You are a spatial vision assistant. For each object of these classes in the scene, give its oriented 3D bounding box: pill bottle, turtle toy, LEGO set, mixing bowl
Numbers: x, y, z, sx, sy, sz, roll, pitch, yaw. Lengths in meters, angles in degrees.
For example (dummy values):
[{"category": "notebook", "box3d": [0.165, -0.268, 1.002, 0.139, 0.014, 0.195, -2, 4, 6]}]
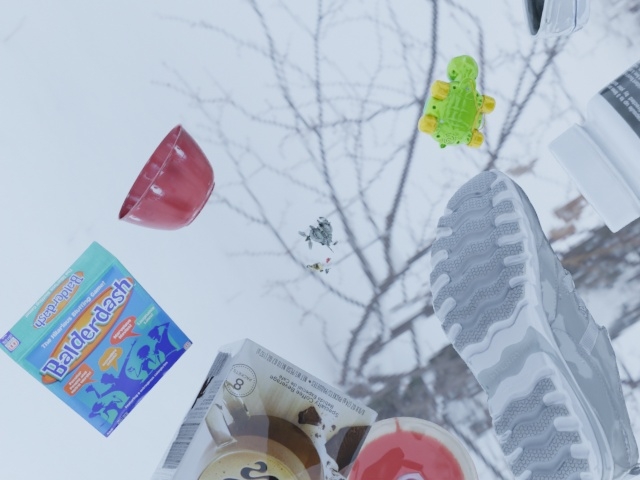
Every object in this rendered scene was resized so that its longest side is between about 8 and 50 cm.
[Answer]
[{"category": "pill bottle", "box3d": [0.424, -0.149, 1.334, 0.161, 0.283, 0.161, 49, 11, -14]}, {"category": "turtle toy", "box3d": [0.182, -0.186, 1.505, 0.095, 0.130, 0.066, 16, 8, -17]}, {"category": "LEGO set", "box3d": [0.002, 0.001, 1.429, 0.054, 0.023, 0.083, -2, 63, -28]}, {"category": "mixing bowl", "box3d": [-0.231, -0.083, 1.763, 0.098, 0.181, 0.181, 34, 30, -16]}]

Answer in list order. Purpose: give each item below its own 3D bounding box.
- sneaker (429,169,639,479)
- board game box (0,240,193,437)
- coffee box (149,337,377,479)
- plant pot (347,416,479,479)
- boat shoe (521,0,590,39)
[{"category": "sneaker", "box3d": [0.174, 0.077, 0.902, 0.115, 0.105, 0.281, 6, 62, -44]}, {"category": "board game box", "box3d": [-0.259, 0.121, 1.316, 0.047, 0.160, 0.210, 32, -15, 36]}, {"category": "coffee box", "box3d": [-0.089, 0.273, 1.155, 0.168, 0.119, 0.297, 31, 72, -12]}, {"category": "plant pot", "box3d": [0.114, 0.383, 1.570, 0.243, 0.275, 0.275, 91, -18, -59]}, {"category": "boat shoe", "box3d": [0.288, -0.388, 1.446, 0.095, 0.084, 0.258, 21, -52, 64]}]
